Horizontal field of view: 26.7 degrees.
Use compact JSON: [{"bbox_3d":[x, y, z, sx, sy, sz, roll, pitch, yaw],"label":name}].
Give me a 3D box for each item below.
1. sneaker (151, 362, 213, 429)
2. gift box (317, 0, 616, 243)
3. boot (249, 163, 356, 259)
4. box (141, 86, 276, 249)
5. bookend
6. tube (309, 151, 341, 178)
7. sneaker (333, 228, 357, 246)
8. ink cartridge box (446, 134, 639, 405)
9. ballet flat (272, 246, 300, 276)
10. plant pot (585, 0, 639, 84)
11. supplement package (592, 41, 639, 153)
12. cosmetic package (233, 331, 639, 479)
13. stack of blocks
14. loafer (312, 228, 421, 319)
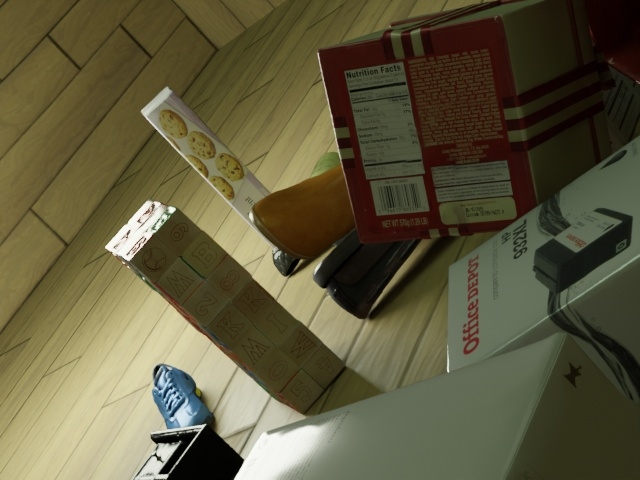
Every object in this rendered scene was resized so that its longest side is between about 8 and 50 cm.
[{"bbox_3d":[-0.208,0.231,1.927,0.069,0.082,0.209,-42,18,-1],"label":"sneaker"},{"bbox_3d":[0.166,-0.122,1.481,0.255,0.276,0.258,0,17,32],"label":"gift box"},{"bbox_3d":[0.043,-0.083,1.748,0.211,0.104,0.295,-44,-13,21],"label":"boot"},{"bbox_3d":[-0.162,-0.117,2.229,0.067,0.324,0.063,-43,21,-1],"label":"box"},{"bbox_3d":[-0.198,0.318,1.708,0.157,0.072,0.156,-18,31,56],"label":"bookend"},{"bbox_3d":[0.001,-0.073,2.170,0.240,0.062,0.070,-66,-9,-61],"label":"tube"},{"bbox_3d":[0.075,-0.015,1.917,0.170,0.051,0.089,-34,22,37],"label":"sneaker"},{"bbox_3d":[0.269,0.035,1.225,0.307,0.129,0.223,-37,19,22],"label":"ink cartridge box"},{"bbox_3d":[0.000,0.000,2.092,0.173,0.049,0.057,-29,-6,26],"label":"ballet flat"},{"bbox_3d":[0.419,-0.304,1.401,0.236,0.267,0.267,-36,38,-5],"label":"plant pot"},{"bbox_3d":[0.297,-0.207,1.714,0.204,0.145,0.262,-27,23,43],"label":"supplement package"},{"bbox_3d":[0.093,0.226,1.062,0.365,0.197,0.155,-27,24,47],"label":"cosmetic package"},{"bbox_3d":[-0.123,0.082,1.713,0.087,0.297,0.171,-49,17,-9],"label":"stack of blocks"},{"bbox_3d":[0.129,-0.018,1.779,0.302,0.095,0.109,-40,-11,-5],"label":"loafer"}]
